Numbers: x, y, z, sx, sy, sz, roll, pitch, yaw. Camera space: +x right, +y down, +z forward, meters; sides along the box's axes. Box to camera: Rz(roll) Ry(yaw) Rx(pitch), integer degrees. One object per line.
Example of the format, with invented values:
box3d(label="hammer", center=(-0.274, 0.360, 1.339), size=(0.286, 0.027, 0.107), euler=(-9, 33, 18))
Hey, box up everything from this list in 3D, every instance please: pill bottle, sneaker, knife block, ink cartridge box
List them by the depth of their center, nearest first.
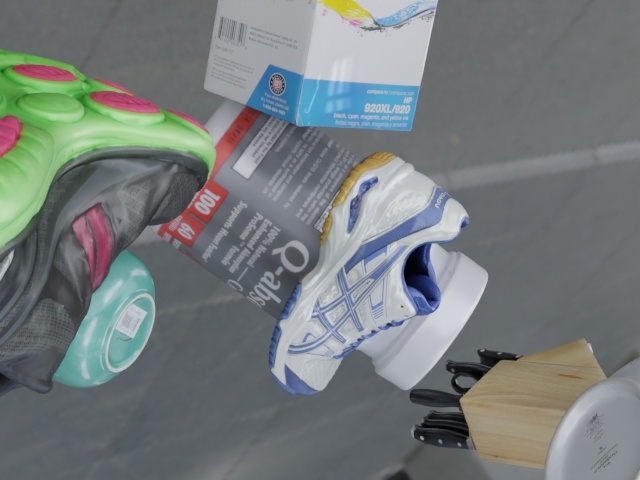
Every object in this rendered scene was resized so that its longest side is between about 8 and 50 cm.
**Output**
box3d(label="sneaker", center=(-0.215, -0.008, 0.891), size=(0.483, 0.185, 0.202), euler=(-33, 145, -70))
box3d(label="sneaker", center=(0.046, 0.061, 1.355), size=(0.112, 0.131, 0.296), euler=(-41, 158, -54))
box3d(label="ink cartridge box", center=(0.007, -0.249, 1.424), size=(0.168, 0.171, 0.232), euler=(-1, 109, -40))
box3d(label="pill bottle", center=(0.000, 0.000, 1.570), size=(0.210, 0.363, 0.210), euler=(-54, -178, 3))
box3d(label="knife block", center=(0.224, 0.212, 1.596), size=(0.242, 0.088, 0.275), euler=(-20, -161, 4))

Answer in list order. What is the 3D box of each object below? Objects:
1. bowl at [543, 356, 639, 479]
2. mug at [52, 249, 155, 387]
box3d(label="bowl", center=(0.295, 0.211, 1.207), size=(0.134, 0.297, 0.298), euler=(27, 123, -22))
box3d(label="mug", center=(-0.210, 0.069, 1.167), size=(0.158, 0.097, 0.129), euler=(-45, 151, -49))
